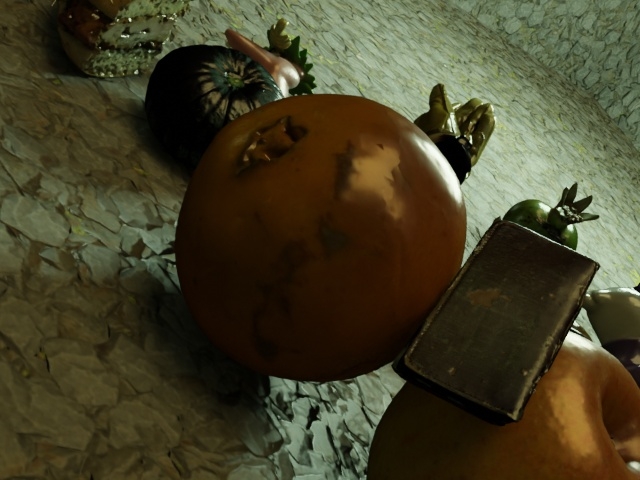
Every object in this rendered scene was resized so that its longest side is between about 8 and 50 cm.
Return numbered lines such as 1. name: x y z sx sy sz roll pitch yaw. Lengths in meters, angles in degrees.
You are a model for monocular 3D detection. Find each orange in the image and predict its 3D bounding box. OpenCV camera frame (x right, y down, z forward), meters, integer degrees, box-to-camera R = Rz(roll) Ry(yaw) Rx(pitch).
1. orange: 0.000 0.000 0.956 0.312 0.312 0.312 32 28 -19

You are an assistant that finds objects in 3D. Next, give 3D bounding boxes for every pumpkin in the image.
1. pumpkin: -0.138 -0.172 1.217 0.202 0.140 0.202 18 45 -19

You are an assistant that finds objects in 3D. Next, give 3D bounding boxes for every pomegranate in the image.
1. pomegranate: 0.431 -0.020 1.710 0.152 0.191 0.131 30 45 -20

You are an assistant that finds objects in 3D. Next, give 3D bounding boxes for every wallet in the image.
1. wallet: 0.172 0.072 0.855 0.122 0.031 0.232 27 49 19

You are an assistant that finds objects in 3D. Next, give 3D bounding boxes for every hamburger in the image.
1. hamburger: -0.270 -0.335 1.266 0.282 0.155 0.245 -5 49 -52

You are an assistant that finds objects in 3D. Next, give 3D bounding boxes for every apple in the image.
1. apple: 0.204 0.238 0.914 0.299 0.275 0.299 37 28 -23

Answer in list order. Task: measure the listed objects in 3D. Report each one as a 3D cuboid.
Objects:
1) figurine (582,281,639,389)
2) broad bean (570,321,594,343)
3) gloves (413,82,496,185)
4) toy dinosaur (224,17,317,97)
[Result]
1. figurine: 0.397 0.172 1.209 0.193 0.154 0.421 45 58 -7
2. broad bean: 0.322 0.173 1.345 0.228 0.156 0.122 38 -16 6
3. gloves: 0.255 -0.203 1.801 0.154 0.141 0.331 26 28 0
4. toy dinosaur: -0.104 -0.236 1.400 0.177 0.152 0.194 -48 131 -64
